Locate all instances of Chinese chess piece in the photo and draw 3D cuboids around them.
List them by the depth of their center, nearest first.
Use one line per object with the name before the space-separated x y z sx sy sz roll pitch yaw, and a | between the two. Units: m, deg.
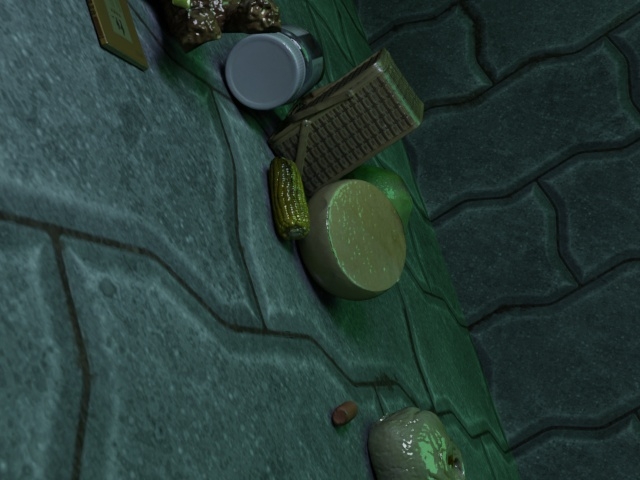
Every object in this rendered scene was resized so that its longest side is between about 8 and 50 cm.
Chinese chess piece | 0.065 -0.001 1.635 0.250 0.097 0.251 15 68 -41

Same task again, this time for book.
book | -0.314 -0.348 1.199 0.172 0.012 0.118 70 16 13

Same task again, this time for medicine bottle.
medicine bottle | -0.093 -0.366 1.680 0.165 0.165 0.273 64 17 -10

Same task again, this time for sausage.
sausage | 0.044 0.306 1.419 0.034 0.034 0.083 69 15 6

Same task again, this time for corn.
corn | -0.063 -0.085 1.558 0.072 0.072 0.203 50 21 -46

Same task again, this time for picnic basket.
picnic basket | 0.048 -0.262 1.743 0.175 0.312 0.228 53 20 -13

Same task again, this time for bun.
bun | 0.196 0.429 1.541 0.244 0.153 0.244 -22 90 -79

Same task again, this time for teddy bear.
teddy bear | -0.192 -0.448 1.359 0.296 0.246 0.223 -146 -136 -64

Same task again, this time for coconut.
coconut | 0.104 -0.056 1.851 0.204 0.236 0.236 14 44 -24

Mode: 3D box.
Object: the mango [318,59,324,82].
mango | -0.051 -0.429 1.940 0.133 0.111 0.267 50 4 -11
